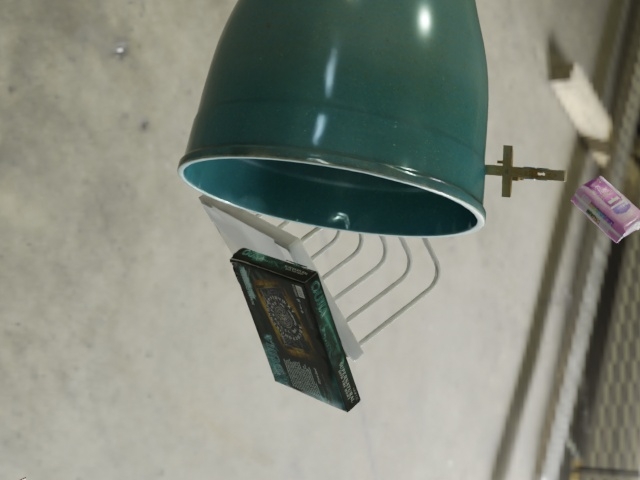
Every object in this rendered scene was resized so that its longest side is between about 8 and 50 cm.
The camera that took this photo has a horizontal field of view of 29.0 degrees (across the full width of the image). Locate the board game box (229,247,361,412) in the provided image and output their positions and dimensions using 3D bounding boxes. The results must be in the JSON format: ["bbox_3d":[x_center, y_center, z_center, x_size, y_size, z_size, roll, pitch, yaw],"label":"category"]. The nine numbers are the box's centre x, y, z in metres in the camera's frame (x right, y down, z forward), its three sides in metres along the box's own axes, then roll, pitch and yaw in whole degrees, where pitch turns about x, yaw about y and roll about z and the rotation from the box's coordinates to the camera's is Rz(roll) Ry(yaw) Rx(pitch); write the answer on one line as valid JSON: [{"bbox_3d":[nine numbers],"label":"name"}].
[{"bbox_3d":[-0.029,0.101,1.400,0.026,0.126,0.186,-39,127,-31],"label":"board game box"}]

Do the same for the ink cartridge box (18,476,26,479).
[{"bbox_3d":[-0.318,0.255,1.128,0.063,0.029,0.115,-19,146,-55],"label":"ink cartridge box"}]

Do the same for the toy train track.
[{"bbox_3d":[0.188,-0.062,1.125,0.014,0.083,0.048,-8,103,-49],"label":"toy train track"}]

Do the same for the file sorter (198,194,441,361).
[{"bbox_3d":[0.000,0.000,1.668,0.173,0.277,0.193,-37,119,-16],"label":"file sorter"}]

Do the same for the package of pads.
[{"bbox_3d":[0.356,-0.039,1.527,0.050,0.083,0.032,-26,153,-38],"label":"package of pads"}]

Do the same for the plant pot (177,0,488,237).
[{"bbox_3d":[0.031,-0.156,1.101,0.271,0.271,0.255,24,74,-53],"label":"plant pot"}]
